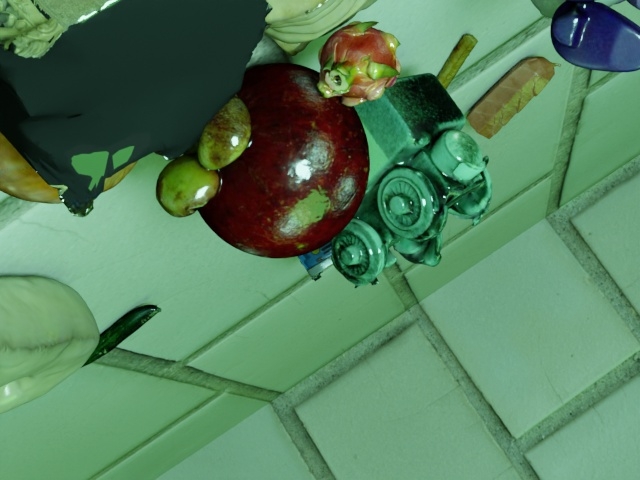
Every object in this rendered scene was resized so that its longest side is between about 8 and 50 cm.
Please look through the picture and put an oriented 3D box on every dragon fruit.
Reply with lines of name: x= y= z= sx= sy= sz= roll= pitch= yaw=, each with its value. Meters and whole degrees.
dragon fruit: x=0.035 y=-0.178 z=0.999 sx=0.086 sy=0.081 sz=0.116 roll=2 pitch=-153 yaw=38

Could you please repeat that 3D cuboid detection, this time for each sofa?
sofa: x=-0.166 y=-0.173 z=0.664 sx=0.182 sy=0.200 sz=0.258 roll=-41 pitch=166 yaw=-18

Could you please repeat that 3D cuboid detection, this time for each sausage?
sausage: x=0.318 y=-0.243 z=1.610 sx=0.065 sy=0.065 sz=0.169 roll=-12 pitch=153 yaw=-52

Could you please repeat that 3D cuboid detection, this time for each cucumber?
cucumber: x=-0.330 y=0.152 z=1.562 sx=0.184 sy=0.033 sz=0.036 roll=-37 pitch=-171 yaw=12

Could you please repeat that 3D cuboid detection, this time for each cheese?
cheese: x=-0.448 y=0.171 z=1.201 sx=0.351 sy=0.130 sz=0.328 roll=-41 pitch=162 yaw=24

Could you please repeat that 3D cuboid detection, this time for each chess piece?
chess piece: x=-0.010 y=-0.240 z=0.914 sx=0.137 sy=0.137 sz=0.301 roll=-37 pitch=175 yaw=12

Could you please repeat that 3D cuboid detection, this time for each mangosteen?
mangosteen: x=-0.074 y=-0.087 z=1.059 sx=0.257 sy=0.215 sz=0.215 roll=0 pitch=146 yaw=-38

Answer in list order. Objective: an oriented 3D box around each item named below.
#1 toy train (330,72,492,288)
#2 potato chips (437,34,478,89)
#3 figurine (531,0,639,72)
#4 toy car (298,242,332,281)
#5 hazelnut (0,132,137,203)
toy train: x=0.090 y=-0.079 z=1.323 sx=0.167 sy=0.238 sz=0.299 roll=-19 pitch=160 yaw=-45
potato chips: x=0.189 y=-0.236 z=1.437 sx=0.026 sy=0.037 sz=0.204 roll=-37 pitch=162 yaw=-28
figurine: x=0.337 y=-0.310 z=1.096 sx=0.193 sy=0.154 sz=0.421 roll=3 pitch=-153 yaw=44
toy car: x=0.000 y=0.000 z=1.663 sx=0.097 sy=0.100 sz=0.191 roll=-34 pitch=-176 yaw=-1
hazelnut: x=-0.231 y=-0.095 z=0.844 sx=0.150 sy=0.150 sz=0.150 roll=-31 pitch=164 yaw=-10
